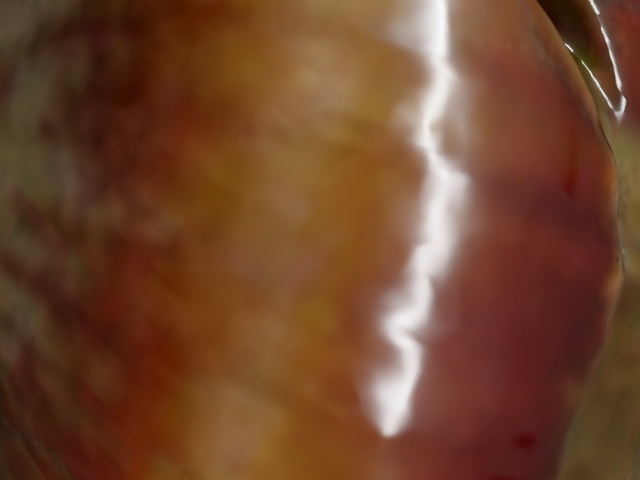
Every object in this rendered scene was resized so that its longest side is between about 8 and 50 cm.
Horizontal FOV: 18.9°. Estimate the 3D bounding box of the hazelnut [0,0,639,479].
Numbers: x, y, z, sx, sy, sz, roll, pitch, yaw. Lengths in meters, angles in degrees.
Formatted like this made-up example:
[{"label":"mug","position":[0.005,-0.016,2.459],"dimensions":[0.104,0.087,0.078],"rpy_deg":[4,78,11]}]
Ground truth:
[{"label":"hazelnut","position":[0.000,0.000,0.831],"dimensions":[0.359,0.359,0.409],"rpy_deg":[10,94,60]}]
